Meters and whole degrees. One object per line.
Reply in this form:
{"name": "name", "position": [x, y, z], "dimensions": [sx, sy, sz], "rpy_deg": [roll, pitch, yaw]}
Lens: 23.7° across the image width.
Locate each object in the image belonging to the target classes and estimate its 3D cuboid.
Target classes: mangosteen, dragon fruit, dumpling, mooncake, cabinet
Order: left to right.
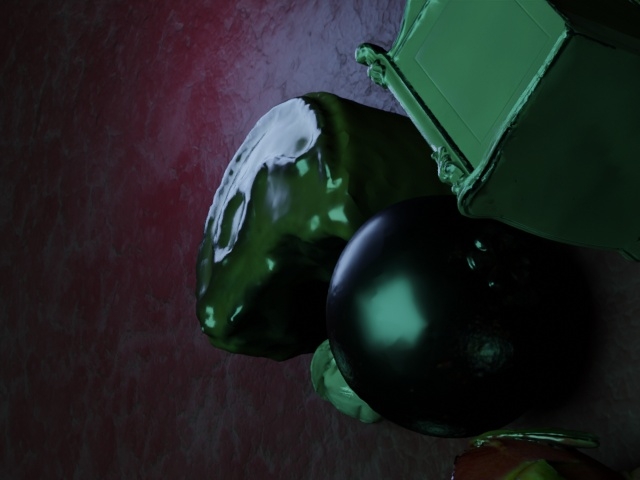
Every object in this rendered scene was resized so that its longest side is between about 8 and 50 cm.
{"name": "mooncake", "position": [0.000, 0.000, 2.067], "dimensions": [0.393, 0.246, 0.394], "rpy_deg": [40, 112, 58]}
{"name": "dumpling", "position": [0.052, 0.184, 2.030], "dimensions": [0.199, 0.136, 0.118], "rpy_deg": [110, 180, -53]}
{"name": "mangosteen", "position": [0.134, 0.088, 1.795], "dimensions": [0.313, 0.297, 0.296], "rpy_deg": [-6, 77, 50]}
{"name": "cabinet", "position": [0.249, -0.176, 1.699], "dimensions": [0.227, 0.290, 0.318], "rpy_deg": [-60, 37, 24]}
{"name": "dragon fruit", "position": [0.272, 0.342, 1.581], "dimensions": [0.226, 0.305, 0.305], "rpy_deg": [-6, 75, 26]}
